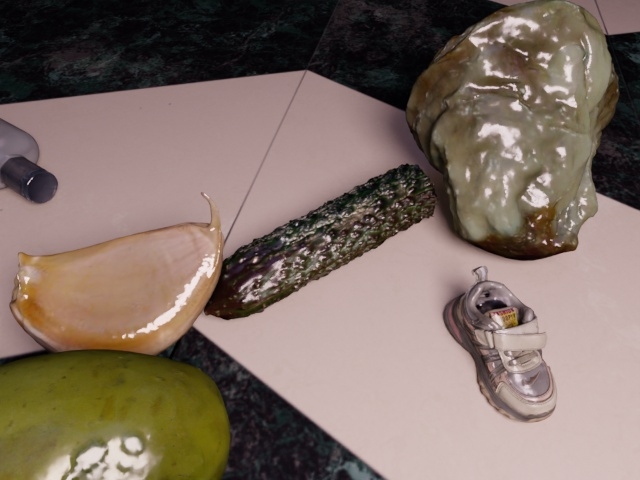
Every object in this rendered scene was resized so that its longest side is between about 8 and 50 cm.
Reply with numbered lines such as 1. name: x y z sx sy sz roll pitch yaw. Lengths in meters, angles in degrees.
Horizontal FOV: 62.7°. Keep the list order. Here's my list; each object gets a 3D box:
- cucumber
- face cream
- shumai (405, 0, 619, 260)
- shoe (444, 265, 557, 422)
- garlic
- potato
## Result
1. cucumber: 0.000 0.000 0.711 0.359 0.096 0.096 -27 52 -25
2. face cream: -0.541 -0.138 0.848 0.291 0.071 0.144 28 52 23
3. shumai: 0.279 -0.115 0.709 0.308 0.304 0.264 5 59 -11
4. shoe: 0.218 0.113 0.610 0.088 0.092 0.180 -13 48 -14
5. garlic: -0.217 0.053 0.607 0.244 0.164 0.145 -22 33 -12
6. potato: -0.229 0.196 0.444 0.304 0.216 0.216 -21 50 -13
